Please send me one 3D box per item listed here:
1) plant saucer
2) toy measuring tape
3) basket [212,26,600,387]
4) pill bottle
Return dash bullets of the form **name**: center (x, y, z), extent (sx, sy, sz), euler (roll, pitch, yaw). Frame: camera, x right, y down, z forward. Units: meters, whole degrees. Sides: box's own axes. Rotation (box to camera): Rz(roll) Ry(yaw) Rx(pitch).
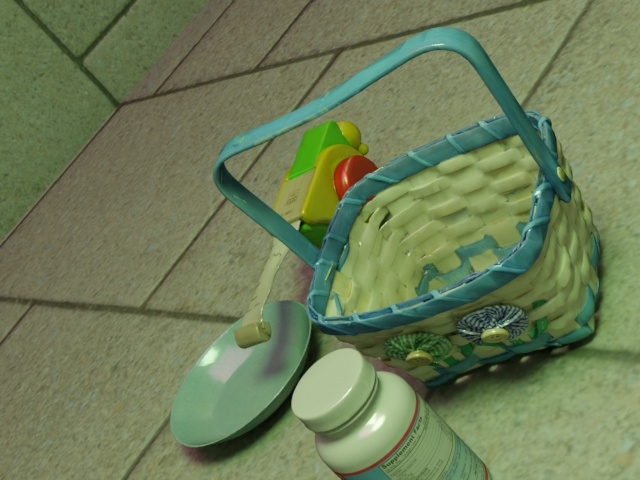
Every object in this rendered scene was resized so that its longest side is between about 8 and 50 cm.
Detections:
- **plant saucer**: center (-0.075, 0.148, 1.210), extent (0.195, 0.037, 0.195), euler (-33, 26, 19)
- **toy measuring tape**: center (0.000, 0.000, 1.260), extent (0.121, 0.121, 0.330), euler (-20, 40, 40)
- **basket**: center (0.089, -0.022, 0.938), extent (0.255, 0.289, 0.201), euler (-25, 31, 36)
- **pill bottle**: center (0.053, 0.156, 0.865), extent (0.087, 0.160, 0.087), euler (-34, 26, 19)
